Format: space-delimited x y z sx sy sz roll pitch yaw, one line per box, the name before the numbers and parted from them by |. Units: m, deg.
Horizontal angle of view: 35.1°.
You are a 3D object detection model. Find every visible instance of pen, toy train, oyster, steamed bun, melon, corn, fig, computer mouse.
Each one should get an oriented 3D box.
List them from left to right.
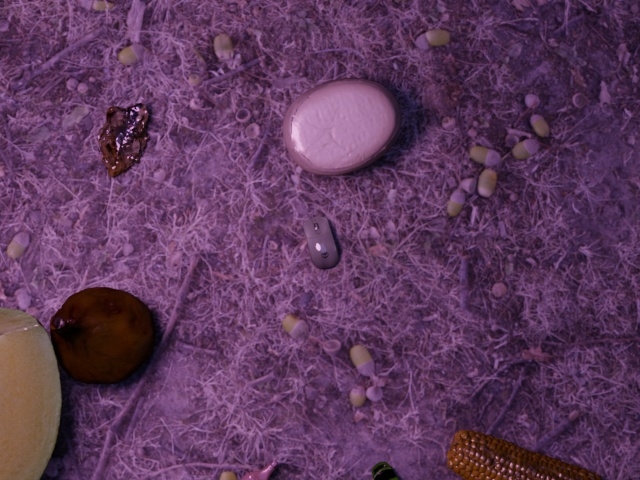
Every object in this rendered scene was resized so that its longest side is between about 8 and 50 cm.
melon | -0.615 0.310 1.809 0.331 0.226 0.344 -1 107 15
fig | -0.413 0.143 1.813 0.190 0.290 0.191 -7 57 11
oyster | -0.389 -0.196 1.971 0.103 0.051 0.148 2 91 9
pen | -0.148 0.479 1.867 0.053 0.032 0.197 44 87 8
computer mouse | 0.000 0.000 1.939 0.055 0.032 0.110 -16 81 -2
steamed bun | 0.041 -0.216 1.923 0.228 0.131 0.177 -24 91 -4
toy train | 0.157 0.503 1.850 0.044 0.042 0.209 -30 82 -4
corn | 0.379 0.434 1.825 0.317 0.115 0.115 19 82 4
